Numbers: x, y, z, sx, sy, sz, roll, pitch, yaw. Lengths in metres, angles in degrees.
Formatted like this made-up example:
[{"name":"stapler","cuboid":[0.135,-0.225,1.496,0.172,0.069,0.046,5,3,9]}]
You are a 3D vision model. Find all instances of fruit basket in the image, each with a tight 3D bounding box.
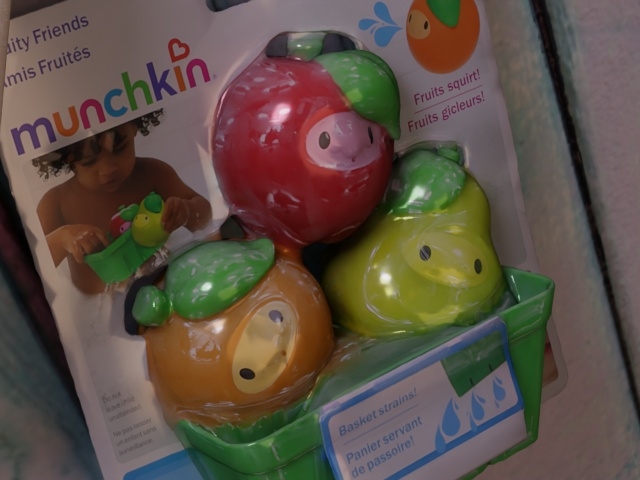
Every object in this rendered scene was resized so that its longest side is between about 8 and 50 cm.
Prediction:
[{"name":"fruit basket","cuboid":[0.000,0.000,0.868,0.327,0.165,0.353,-24,117,-28]}]

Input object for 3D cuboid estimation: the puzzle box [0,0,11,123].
[{"name":"puzzle box","cuboid":[-0.332,-0.056,0.593,0.409,0.052,0.272,-1,116,-24]}]
